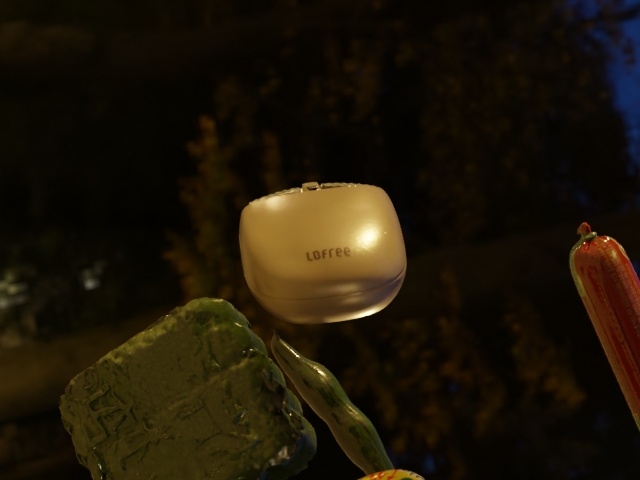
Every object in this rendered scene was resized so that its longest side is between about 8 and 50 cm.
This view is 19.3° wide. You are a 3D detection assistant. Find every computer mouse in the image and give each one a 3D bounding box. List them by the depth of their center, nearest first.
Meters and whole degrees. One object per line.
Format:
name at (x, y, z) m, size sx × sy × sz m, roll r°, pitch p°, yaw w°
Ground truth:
computer mouse at (0.000, 0.000, 1.673) m, size 0.236 × 0.145 × 0.082 m, roll -98°, pitch 180°, yaw -69°

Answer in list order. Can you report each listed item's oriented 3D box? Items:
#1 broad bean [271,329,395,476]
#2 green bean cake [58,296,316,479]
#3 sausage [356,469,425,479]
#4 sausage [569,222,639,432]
broad bean at (0.033, 0.219, 2.195) m, size 0.297 × 0.043 × 0.060 m, roll 53°, pitch -35°, yaw 18°
green bean cake at (-0.127, 0.183, 1.860) m, size 0.200 × 0.214 × 0.113 m, roll 58°, pitch 4°, yaw 12°
sausage at (-0.015, 0.348, 1.985) m, size 0.123 × 0.347 × 0.123 m, roll 62°, pitch 2°, yaw -4°
sausage at (0.353, 0.102, 2.164) m, size 0.264 × 0.083 × 0.083 m, roll 66°, pitch -14°, yaw 1°
